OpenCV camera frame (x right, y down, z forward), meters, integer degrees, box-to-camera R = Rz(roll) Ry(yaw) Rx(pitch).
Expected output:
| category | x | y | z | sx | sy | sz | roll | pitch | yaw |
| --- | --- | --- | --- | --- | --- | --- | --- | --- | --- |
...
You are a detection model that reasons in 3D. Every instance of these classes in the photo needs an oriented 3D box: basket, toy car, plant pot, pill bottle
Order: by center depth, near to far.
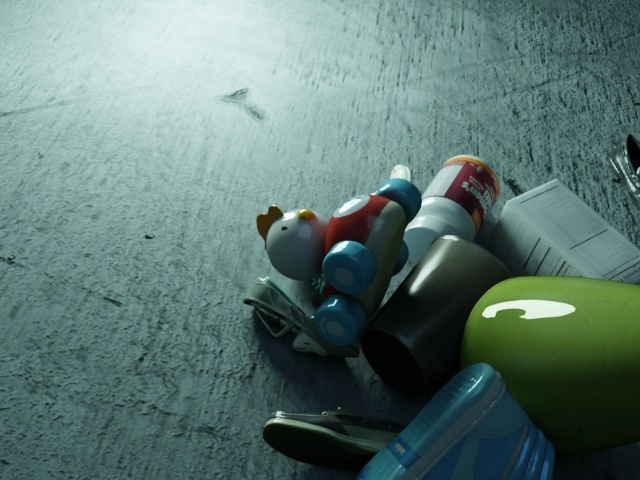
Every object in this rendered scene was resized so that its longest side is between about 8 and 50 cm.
| category | x | y | z | sx | sy | sz | roll | pitch | yaw |
| --- | --- | --- | --- | --- | --- | --- | --- | --- | --- |
| plant pot | 0.387 | 0.162 | 1.037 | 0.275 | 0.293 | 0.274 | 5 | 77 | -24 |
| toy car | 0.000 | 0.000 | 1.179 | 0.238 | 0.210 | 0.219 | 22 | 42 | 15 |
| basket | 0.183 | 0.124 | 1.205 | 0.204 | 0.154 | 0.227 | 37 | 56 | 26 |
| pill bottle | 0.236 | -0.050 | 1.387 | 0.121 | 0.121 | 0.221 | 27 | 49 | 13 |

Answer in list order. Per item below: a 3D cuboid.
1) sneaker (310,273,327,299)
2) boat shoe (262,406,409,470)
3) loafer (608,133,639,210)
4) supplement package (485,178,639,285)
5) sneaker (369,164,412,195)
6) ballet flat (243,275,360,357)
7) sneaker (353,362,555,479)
| category | x | y | z | sx | sy | sz | roll | pitch | yaw |
| --- | --- | --- | --- | --- | --- | --- | --- | --- | --- |
| sneaker | 0.015 | 0.068 | 1.281 | 0.167 | 0.065 | 0.076 | 18 | 51 | 8 |
| boat shoe | 0.030 | 0.275 | 1.088 | 0.224 | 0.080 | 0.073 | 14 | 41 | -6 |
| loafer | 0.666 | -0.126 | 1.567 | 0.076 | 0.078 | 0.223 | -6 | 50 | -15 |
| supplement package | 0.433 | 0.032 | 1.341 | 0.139 | 0.134 | 0.244 | -22 | 56 | -28 |
| sneaker | 0.128 | -0.090 | 1.445 | 0.075 | 0.057 | 0.161 | 13 | 50 | -7 |
| ballet flat | -0.035 | 0.138 | 1.214 | 0.213 | 0.072 | 0.068 | 36 | 79 | 21 |
| sneaker | 0.173 | 0.338 | 0.995 | 0.208 | 0.127 | 0.319 | 44 | 92 | -5 |
